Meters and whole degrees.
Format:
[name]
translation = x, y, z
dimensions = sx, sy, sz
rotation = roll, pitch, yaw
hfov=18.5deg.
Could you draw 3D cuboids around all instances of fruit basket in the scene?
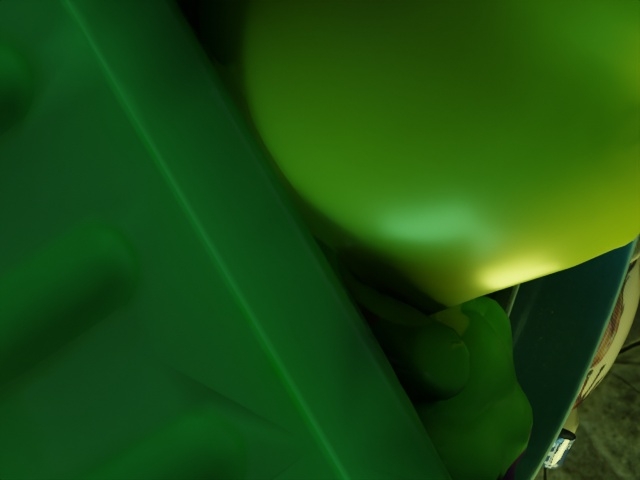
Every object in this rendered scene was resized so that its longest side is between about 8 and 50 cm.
[fruit basket]
translation = 0.012, -0.030, 0.780
dimensions = 0.392, 0.392, 0.283
rotation = 7, 175, 11

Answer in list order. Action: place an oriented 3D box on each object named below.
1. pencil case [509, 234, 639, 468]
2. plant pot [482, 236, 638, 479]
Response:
[pencil case]
translation = 0.000, 0.000, 1.271
dimensions = 0.410, 0.184, 0.160
rotation = 22, -152, 13
[plant pot]
translation = 0.020, -0.018, 1.057
dimensions = 0.255, 0.272, 0.271
rotation = 20, 180, 18
